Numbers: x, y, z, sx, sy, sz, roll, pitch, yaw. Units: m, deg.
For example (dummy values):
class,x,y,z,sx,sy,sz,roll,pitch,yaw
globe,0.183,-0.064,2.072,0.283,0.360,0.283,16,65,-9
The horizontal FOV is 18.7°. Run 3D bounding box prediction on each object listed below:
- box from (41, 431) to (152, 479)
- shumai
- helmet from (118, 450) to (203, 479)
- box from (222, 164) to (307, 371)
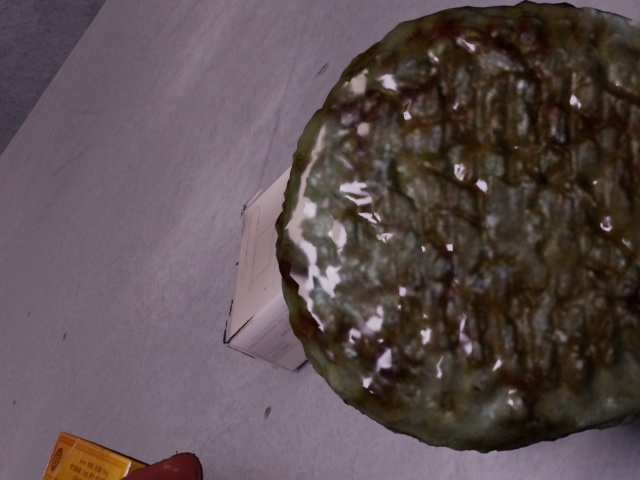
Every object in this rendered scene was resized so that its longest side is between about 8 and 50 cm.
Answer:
class,x,y,z,sx,sy,sz,roll,pitch,yaw
box,-0.203,0.299,2.261,0.274,0.174,0.076,5,70,66
shumai,0.153,-0.006,1.627,0.348,0.395,0.395,138,156,-86
helmet,-0.159,0.418,1.972,0.385,0.230,0.337,-43,22,23
box,0.000,0.000,2.214,0.252,0.106,0.203,-44,29,43
